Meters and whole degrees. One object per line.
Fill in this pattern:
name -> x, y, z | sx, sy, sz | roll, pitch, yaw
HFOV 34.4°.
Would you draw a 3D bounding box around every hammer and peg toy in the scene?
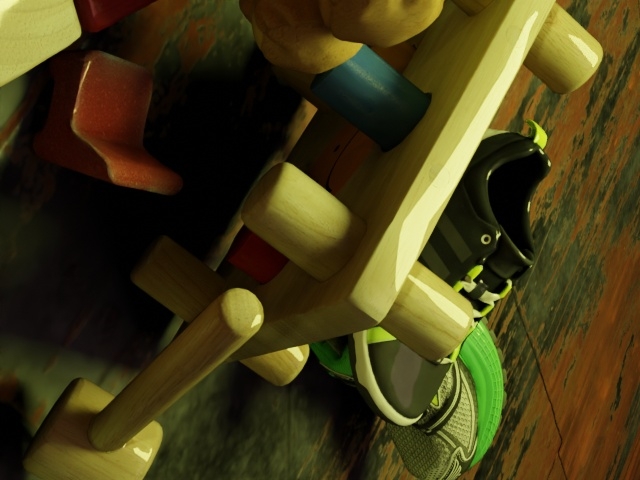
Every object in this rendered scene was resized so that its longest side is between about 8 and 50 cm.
hammer and peg toy -> 0.000, 0.000, 0.582 | 0.127, 0.266, 0.361 | 38, 64, -15

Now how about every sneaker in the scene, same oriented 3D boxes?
sneaker -> 0.050, 0.083, 0.857 | 0.146, 0.134, 0.344 | -45, 129, -33
sneaker -> 0.096, 0.018, 0.721 | 0.084, 0.097, 0.235 | 28, 76, -38

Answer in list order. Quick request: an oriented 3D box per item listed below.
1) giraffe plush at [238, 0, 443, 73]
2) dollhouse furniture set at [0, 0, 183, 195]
giraffe plush -> -0.001, -0.206, 0.476 | 0.170, 0.181, 0.210 | 40, 69, -25
dollhouse furniture set -> -0.145, -0.026, 0.433 | 0.374, 0.152, 0.201 | -43, 136, -44
